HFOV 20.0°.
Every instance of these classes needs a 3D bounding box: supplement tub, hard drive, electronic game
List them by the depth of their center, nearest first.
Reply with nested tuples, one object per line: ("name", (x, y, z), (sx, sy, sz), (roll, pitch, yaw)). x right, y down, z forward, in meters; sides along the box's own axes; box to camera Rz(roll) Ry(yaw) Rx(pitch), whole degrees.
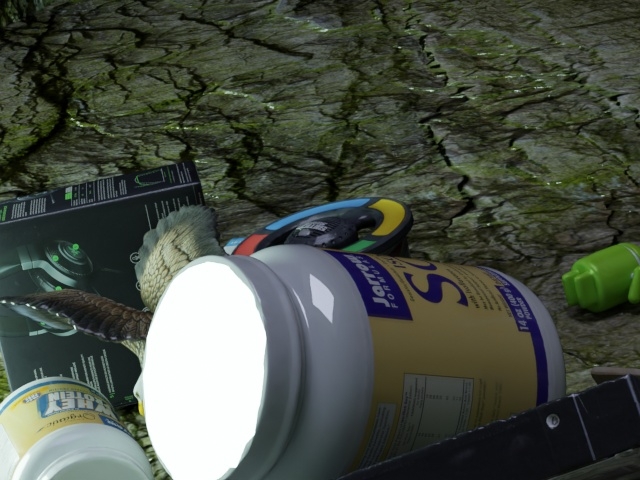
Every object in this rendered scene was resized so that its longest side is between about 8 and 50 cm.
("hard drive", (0.121, 0.202, 1.451), (0.339, 0.064, 0.237), (-22, -17, 14))
("supplement tub", (0.031, 0.129, 1.647), (0.331, 0.241, 0.241), (7, 7, -36))
("supplement tub", (-0.247, 0.232, 1.795), (0.144, 0.144, 0.200), (-17, 22, -16))
("electronic game", (0.000, 0.000, 2.170), (0.229, 0.048, 0.229), (-15, 19, 5))

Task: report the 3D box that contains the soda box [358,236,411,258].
("soda box", (0.057, 0.084, 2.106), (0.083, 0.092, 0.263), (-9, 20, 12))

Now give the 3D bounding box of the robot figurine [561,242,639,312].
("robot figurine", (0.339, 0.043, 2.112), (0.115, 0.067, 0.101), (-20, 11, -25))

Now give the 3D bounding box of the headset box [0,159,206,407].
("headset box", (-0.255, 0.063, 2.093), (0.283, 0.246, 0.131), (-13, 15, -5))

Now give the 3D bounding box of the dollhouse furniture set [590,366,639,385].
("dollhouse furniture set", (0.385, 0.040, 1.652), (0.197, 0.151, 0.301), (0, 49, 42))

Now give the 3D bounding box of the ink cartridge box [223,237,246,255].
("ink cartridge box", (-0.103, 0.059, 2.256), (0.052, 0.088, 0.122), (-2, 22, 21))

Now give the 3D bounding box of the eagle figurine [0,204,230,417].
("eagle figurine", (-0.173, 0.087, 1.855), (0.298, 0.225, 0.226), (50, 16, 27))
